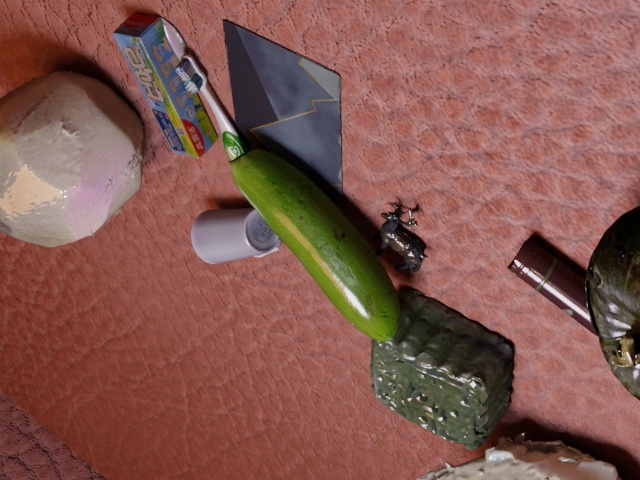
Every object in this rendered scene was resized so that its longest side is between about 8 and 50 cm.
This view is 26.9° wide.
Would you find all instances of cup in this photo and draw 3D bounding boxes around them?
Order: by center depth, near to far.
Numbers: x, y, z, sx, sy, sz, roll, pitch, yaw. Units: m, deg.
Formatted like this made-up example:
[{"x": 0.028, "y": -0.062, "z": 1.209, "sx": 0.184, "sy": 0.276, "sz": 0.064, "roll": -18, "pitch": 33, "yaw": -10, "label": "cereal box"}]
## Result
[{"x": -0.103, "y": -0.003, "z": 1.800, "sx": 0.104, "sy": 0.074, "sz": 0.116, "roll": 30, "pitch": 156, "yaw": -36, "label": "cup"}]

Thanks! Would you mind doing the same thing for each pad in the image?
[{"x": -0.041, "y": -0.144, "z": 1.582, "sx": 0.163, "sy": 0.004, "sz": 0.243, "roll": 28, "pitch": 149, "yaw": 21, "label": "pad"}]

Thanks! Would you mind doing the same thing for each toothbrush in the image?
[{"x": -0.101, "y": -0.109, "z": 1.676, "sx": 0.030, "sy": 0.030, "sz": 0.304, "roll": 11, "pitch": 143, "yaw": 42, "label": "toothbrush"}]

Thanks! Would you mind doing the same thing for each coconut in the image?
[{"x": -0.357, "y": -0.101, "z": 1.780, "sx": 0.227, "sy": 0.230, "sz": 0.227, "roll": 28, "pitch": 148, "yaw": 19, "label": "coconut"}]

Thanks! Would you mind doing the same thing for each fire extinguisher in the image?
[{"x": 0.278, "y": 0.061, "z": 1.458, "sx": 0.157, "sy": 0.045, "sz": 0.078, "roll": 36, "pitch": 180, "yaw": 5, "label": "fire extinguisher"}]

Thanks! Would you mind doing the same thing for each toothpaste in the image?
[{"x": -0.182, "y": -0.186, "z": 1.645, "sx": 0.070, "sy": 0.044, "sz": 0.193, "roll": 16, "pitch": 144, "yaw": 38, "label": "toothpaste"}]

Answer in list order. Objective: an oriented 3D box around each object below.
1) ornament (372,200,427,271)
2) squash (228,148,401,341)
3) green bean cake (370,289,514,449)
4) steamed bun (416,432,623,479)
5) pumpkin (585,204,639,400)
[{"x": 0.099, "y": -0.004, "z": 1.589, "sx": 0.073, "sy": 0.028, "sz": 0.125, "roll": 37, "pitch": 153, "yaw": 7, "label": "ornament"}, {"x": 0.002, "y": -0.001, "z": 1.625, "sx": 0.292, "sy": 0.082, "sz": 0.082, "roll": 50, "pitch": 151, "yaw": 0, "label": "squash"}, {"x": 0.148, "y": 0.170, "z": 1.708, "sx": 0.181, "sy": 0.094, "sz": 0.173, "roll": 27, "pitch": 148, "yaw": 21, "label": "green bean cake"}, {"x": 0.288, "y": 0.405, "z": 1.733, "sx": 0.333, "sy": 0.233, "sz": 0.312, "roll": 16, "pitch": 146, "yaw": 32, "label": "steamed bun"}, {"x": 0.348, "y": 0.076, "z": 1.247, "sx": 0.238, "sy": 0.159, "sz": 0.238, "roll": 51, "pitch": 166, "yaw": 17, "label": "pumpkin"}]
